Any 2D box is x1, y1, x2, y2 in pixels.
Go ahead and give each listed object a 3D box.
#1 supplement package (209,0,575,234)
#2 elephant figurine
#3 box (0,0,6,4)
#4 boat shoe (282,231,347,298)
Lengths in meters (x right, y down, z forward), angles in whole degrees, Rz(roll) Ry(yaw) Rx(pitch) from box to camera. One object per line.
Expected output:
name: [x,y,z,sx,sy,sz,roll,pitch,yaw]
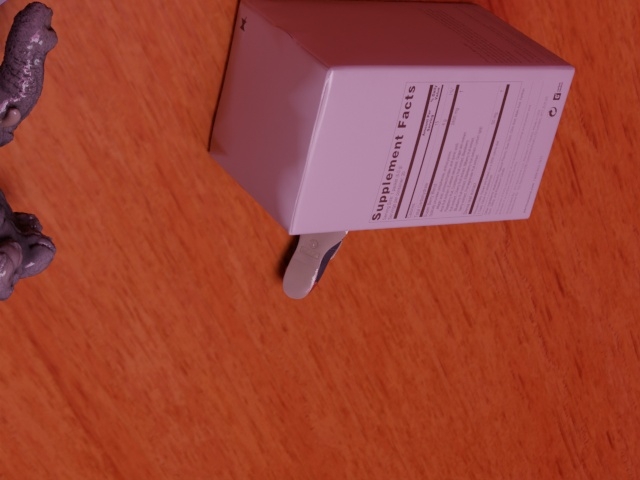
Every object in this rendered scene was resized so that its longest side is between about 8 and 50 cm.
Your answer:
supplement package: [0.068,-0.126,1.488,0.293,0.177,0.175,-4,121,-32]
elephant figurine: [-0.323,-0.074,1.283,0.186,0.169,0.239,-46,141,-43]
box: [-0.326,-0.210,1.178,0.126,0.137,0.072,-39,136,-19]
boat shoe: [0.000,0.000,1.622,0.137,0.049,0.043,-64,174,13]
